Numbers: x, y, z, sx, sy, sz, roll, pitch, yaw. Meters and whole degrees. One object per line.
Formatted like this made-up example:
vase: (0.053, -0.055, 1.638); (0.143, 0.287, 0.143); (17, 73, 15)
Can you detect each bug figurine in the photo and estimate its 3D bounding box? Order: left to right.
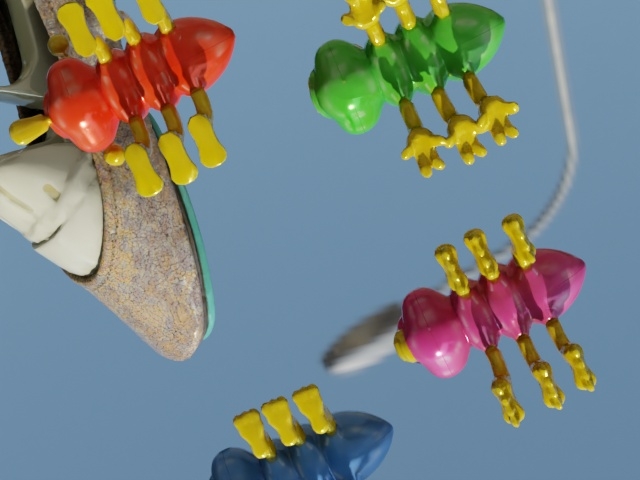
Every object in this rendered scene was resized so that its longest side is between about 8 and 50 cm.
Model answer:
bug figurine: (0.000, 0.000, 0.856); (0.216, 0.279, 0.072); (-20, -169, 5)

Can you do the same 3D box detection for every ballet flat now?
ballet flat: (-0.154, -0.074, 1.100); (0.106, 0.316, 0.107); (-15, 176, -32)
